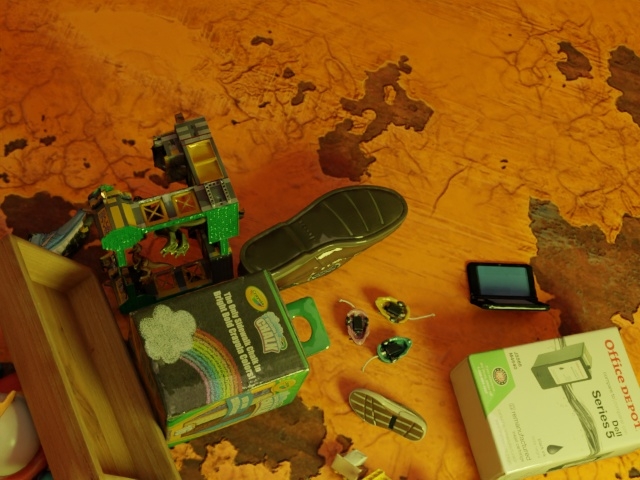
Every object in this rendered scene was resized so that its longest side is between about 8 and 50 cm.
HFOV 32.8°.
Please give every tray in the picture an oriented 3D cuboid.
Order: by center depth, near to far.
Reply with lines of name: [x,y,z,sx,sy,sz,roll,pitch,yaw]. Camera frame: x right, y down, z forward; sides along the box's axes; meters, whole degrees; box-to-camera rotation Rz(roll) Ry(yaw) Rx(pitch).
tray: [-0.345,0.195,1.556,0.076,0.203,0.411,-35,60,13]

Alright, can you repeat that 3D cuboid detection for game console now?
game console: [0.321,0.079,1.859,0.122,0.107,0.071,2,95,-10]

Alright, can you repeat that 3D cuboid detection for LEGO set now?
LEGO set: [-0.248,-0.048,1.672,0.255,0.331,0.192,-20,64,-5]
LEGO set: [0.145,0.425,1.673,0.287,0.107,0.132,14,30,0]

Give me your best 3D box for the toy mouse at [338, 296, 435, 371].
toy mouse: [0.092,0.159,1.796,0.161,0.031,0.143,22,64,-1]

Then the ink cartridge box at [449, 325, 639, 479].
ink cartridge box: [0.374,0.266,1.759,0.273,0.115,0.198,-10,69,-15]

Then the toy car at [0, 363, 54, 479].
toy car: [-0.437,0.260,1.530,0.219,0.238,0.210,27,64,1]

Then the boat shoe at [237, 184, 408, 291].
boat shoe: [0.000,0.000,1.812,0.307,0.104,0.110,-20,63,-17]

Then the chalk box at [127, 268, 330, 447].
chalk box: [-0.132,0.173,1.666,0.289,0.179,0.180,-16,70,-19]

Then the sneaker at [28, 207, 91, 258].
sneaker: [-0.434,0.000,1.744,0.073,0.063,0.162,37,64,10]

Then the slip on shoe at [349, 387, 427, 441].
slip on shoe: [0.110,0.275,1.746,0.135,0.051,0.041,24,24,8]
